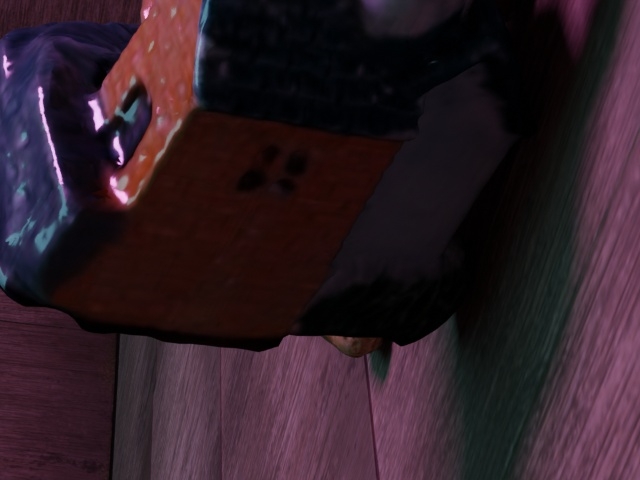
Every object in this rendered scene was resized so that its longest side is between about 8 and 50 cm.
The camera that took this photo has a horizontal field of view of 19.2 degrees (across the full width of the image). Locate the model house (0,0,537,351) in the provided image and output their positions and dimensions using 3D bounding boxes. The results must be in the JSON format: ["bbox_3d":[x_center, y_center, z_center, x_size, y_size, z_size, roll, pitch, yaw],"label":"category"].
[{"bbox_3d":[0.003,-0.095,0.894,0.291,0.253,0.184,-51,41,39],"label":"model house"}]

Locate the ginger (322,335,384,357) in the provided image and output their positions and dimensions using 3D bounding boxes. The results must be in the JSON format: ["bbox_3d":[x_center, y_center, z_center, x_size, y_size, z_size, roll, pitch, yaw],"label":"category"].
[{"bbox_3d":[0.001,-0.010,1.212,0.205,0.081,0.115,-125,12,-65],"label":"ginger"}]
